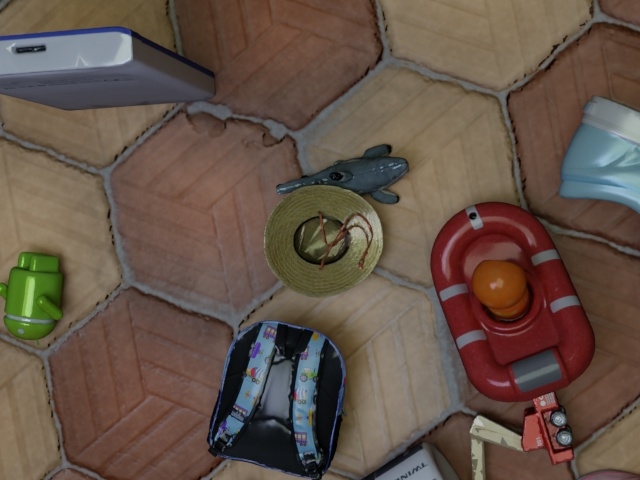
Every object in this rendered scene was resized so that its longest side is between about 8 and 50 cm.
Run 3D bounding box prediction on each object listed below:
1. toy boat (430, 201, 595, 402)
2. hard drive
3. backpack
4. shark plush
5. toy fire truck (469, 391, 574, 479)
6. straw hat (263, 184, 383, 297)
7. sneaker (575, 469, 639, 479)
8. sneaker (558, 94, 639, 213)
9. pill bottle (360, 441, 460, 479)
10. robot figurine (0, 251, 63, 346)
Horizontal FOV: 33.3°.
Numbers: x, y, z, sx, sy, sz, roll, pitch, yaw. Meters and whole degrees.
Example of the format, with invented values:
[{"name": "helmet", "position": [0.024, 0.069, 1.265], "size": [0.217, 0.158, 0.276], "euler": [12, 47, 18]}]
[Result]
[{"name": "toy boat", "position": [0.207, 0.059, 1.202], "size": [0.151, 0.151, 0.231], "euler": [-23, 64, 8]}, {"name": "hard drive", "position": [-0.260, -0.187, 1.202], "size": [0.210, 0.319, 0.040], "euler": [-3, 91, 9]}, {"name": "backpack", "position": [-0.044, 0.181, 1.279], "size": [0.158, 0.117, 0.173], "euler": [12, 94, 9]}, {"name": "shark plush", "position": [0.027, -0.083, 1.287], "size": [0.161, 0.067, 0.073], "euler": [3, 92, 9]}, {"name": "toy fire truck", "position": [0.229, 0.230, 1.274], "size": [0.135, 0.047, 0.192], "euler": [-17, 88, 10]}, {"name": "straw hat", "position": [0.000, 0.000, 1.297], "size": [0.144, 0.061, 0.144], "euler": [0, 93, -8]}, {"name": "sneaker", "position": [0.359, 0.300, 1.244], "size": [0.134, 0.070, 0.051], "euler": [-1, 93, 10]}, {"name": "sneaker", "position": [0.441, -0.025, 1.203], "size": [0.366, 0.135, 0.150], "euler": [28, 103, 16]}, {"name": "pill bottle", "position": [0.057, 0.353, 1.261], "size": [0.246, 0.130, 0.130], "euler": [-34, 86, 7]}, {"name": "robot figurine", "position": [-0.363, 0.074, 1.351], "size": [0.101, 0.067, 0.115], "euler": [11, 94, 36]}]
